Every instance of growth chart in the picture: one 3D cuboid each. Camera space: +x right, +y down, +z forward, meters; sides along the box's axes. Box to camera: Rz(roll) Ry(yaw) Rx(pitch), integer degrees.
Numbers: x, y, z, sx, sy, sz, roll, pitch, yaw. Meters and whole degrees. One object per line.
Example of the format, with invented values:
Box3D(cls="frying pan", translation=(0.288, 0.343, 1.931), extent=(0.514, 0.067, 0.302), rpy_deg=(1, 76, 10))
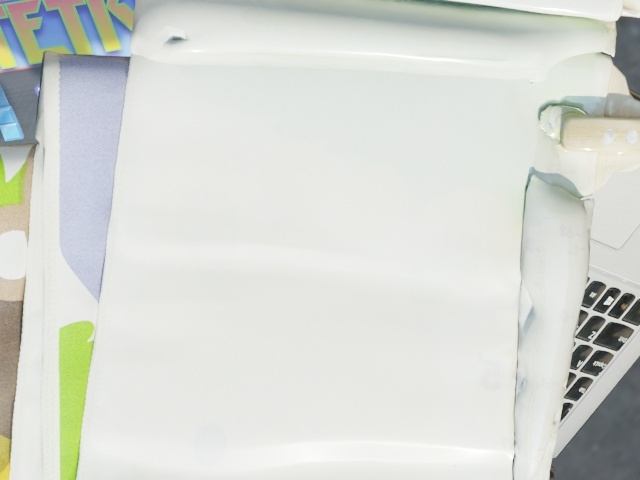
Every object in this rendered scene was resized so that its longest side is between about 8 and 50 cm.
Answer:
Box3D(cls="growth chart", translation=(-0.019, 0.037, 0.452), extent=(0.172, 0.021, 0.237), rpy_deg=(12, 103, -7))

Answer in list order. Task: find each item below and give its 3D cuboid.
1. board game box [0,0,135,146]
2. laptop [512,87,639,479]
Box3D(cls="board game box", translation=(-0.077, -0.084, 0.767), extent=(0.170, 0.048, 0.141), rpy_deg=(-9, 132, 12))
Box3D(cls="laptop", translation=(0.136, 0.138, 1.176), extent=(0.408, 0.382, 0.236), rpy_deg=(-53, 54, 14))
